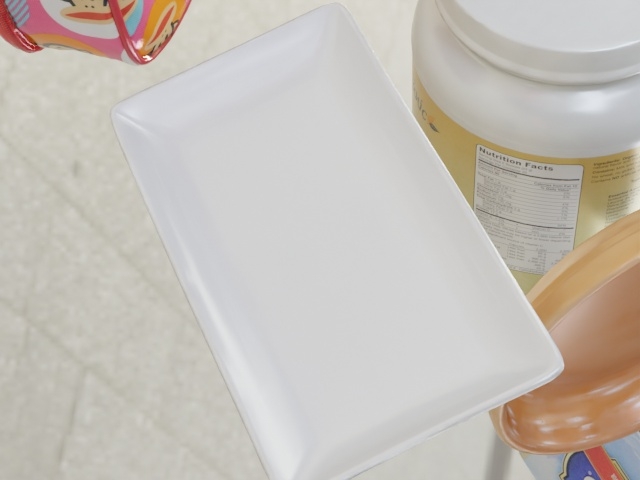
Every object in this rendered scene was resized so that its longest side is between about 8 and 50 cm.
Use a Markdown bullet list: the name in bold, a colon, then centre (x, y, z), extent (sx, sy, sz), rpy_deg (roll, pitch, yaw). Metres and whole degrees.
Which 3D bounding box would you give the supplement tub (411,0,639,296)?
- **supplement tub**: centre (0.183, -0.109, 1.275), extent (0.316, 0.228, 0.228), rpy_deg (87, 20, -53)

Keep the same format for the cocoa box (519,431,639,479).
- **cocoa box**: centre (0.352, 0.197, 1.107), extent (0.231, 0.347, 0.228), rpy_deg (-24, 164, -35)

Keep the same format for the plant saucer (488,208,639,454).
- **plant saucer**: centre (0.171, 0.039, 0.856), extent (0.037, 0.200, 0.200), rpy_deg (60, 2, 32)

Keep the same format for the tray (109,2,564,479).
- **tray**: centre (0.000, 0.000, 0.824), extent (0.270, 0.145, 0.030), rpy_deg (62, -3, 36)

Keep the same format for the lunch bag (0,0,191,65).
- **lunch bag**: centre (-0.133, -0.284, 1.035), extent (0.258, 0.120, 0.293), rpy_deg (78, 26, -51)
